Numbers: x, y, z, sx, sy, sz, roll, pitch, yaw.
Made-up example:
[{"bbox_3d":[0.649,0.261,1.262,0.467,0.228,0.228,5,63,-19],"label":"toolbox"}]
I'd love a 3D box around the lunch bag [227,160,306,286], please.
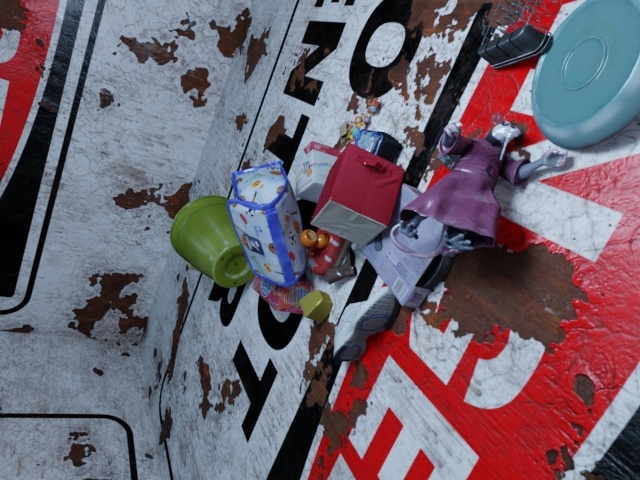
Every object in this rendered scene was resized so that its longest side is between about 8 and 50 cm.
[{"bbox_3d":[-0.180,-0.059,1.644,0.385,0.238,0.328,-117,11,-59],"label":"lunch bag"}]

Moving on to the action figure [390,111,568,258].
[{"bbox_3d":[0.353,-0.127,1.054,0.370,0.248,0.276,-55,-9,-21],"label":"action figure"}]

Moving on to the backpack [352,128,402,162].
[{"bbox_3d":[0.152,-0.277,1.478,0.158,0.116,0.173,-67,31,15],"label":"backpack"}]

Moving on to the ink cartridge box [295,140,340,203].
[{"bbox_3d":[-0.009,-0.244,1.710,0.128,0.127,0.176,-32,53,49],"label":"ink cartridge box"}]

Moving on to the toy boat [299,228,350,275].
[{"bbox_3d":[0.000,0.000,1.578,0.231,0.151,0.151,-65,33,18],"label":"toy boat"}]

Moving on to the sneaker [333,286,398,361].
[{"bbox_3d":[0.114,0.226,1.357,0.297,0.110,0.129,-53,33,32],"label":"sneaker"}]

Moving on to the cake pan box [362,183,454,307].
[{"bbox_3d":[0.245,0.012,1.264,0.246,0.070,0.267,-64,33,23],"label":"cake pan box"}]

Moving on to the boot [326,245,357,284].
[{"bbox_3d":[0.060,0.081,1.528,0.114,0.037,0.107,-22,61,32],"label":"boot"}]

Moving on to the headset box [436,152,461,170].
[{"bbox_3d":[0.346,-0.224,1.225,0.062,0.032,0.083,-59,37,26],"label":"headset box"}]

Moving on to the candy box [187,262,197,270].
[{"bbox_3d":[-0.554,0.015,2.429,0.087,0.182,0.317,49,120,52],"label":"candy box"}]

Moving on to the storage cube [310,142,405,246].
[{"bbox_3d":[0.103,-0.125,1.340,0.215,0.183,0.193,135,157,-64],"label":"storage cube"}]

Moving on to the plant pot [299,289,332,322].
[{"bbox_3d":[-0.009,0.215,1.582,0.083,0.081,0.081,-49,39,20],"label":"plant pot"}]

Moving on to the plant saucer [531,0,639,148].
[{"bbox_3d":[0.524,-0.340,0.909,0.317,0.043,0.318,-171,90,-71],"label":"plant saucer"}]

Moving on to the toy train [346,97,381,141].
[{"bbox_3d":[0.139,-0.408,1.560,0.166,0.046,0.125,-60,7,-31],"label":"toy train"}]

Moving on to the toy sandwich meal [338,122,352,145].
[{"bbox_3d":[0.091,-0.387,1.700,0.085,0.029,0.086,-29,55,51],"label":"toy sandwich meal"}]

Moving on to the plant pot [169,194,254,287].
[{"bbox_3d":[-0.458,0.030,2.155,0.353,0.366,0.367,42,114,43],"label":"plant pot"}]

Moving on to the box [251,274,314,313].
[{"bbox_3d":[-0.146,0.174,1.766,0.257,0.128,0.123,27,101,58],"label":"box"}]

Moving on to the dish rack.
[{"bbox_3d":[0.474,-0.549,1.068,0.208,0.074,0.272,-141,73,-74],"label":"dish rack"}]
